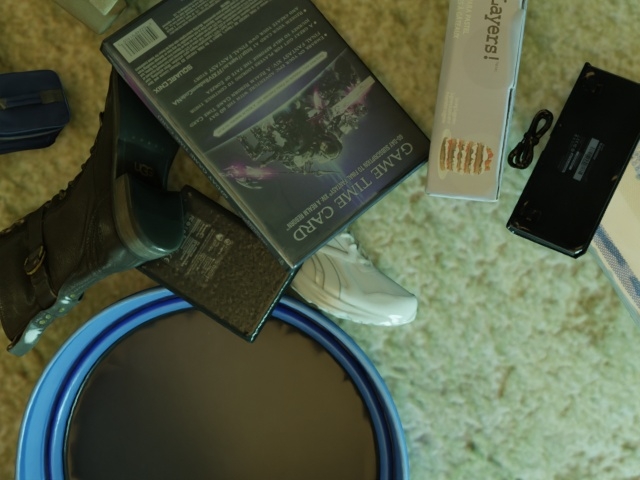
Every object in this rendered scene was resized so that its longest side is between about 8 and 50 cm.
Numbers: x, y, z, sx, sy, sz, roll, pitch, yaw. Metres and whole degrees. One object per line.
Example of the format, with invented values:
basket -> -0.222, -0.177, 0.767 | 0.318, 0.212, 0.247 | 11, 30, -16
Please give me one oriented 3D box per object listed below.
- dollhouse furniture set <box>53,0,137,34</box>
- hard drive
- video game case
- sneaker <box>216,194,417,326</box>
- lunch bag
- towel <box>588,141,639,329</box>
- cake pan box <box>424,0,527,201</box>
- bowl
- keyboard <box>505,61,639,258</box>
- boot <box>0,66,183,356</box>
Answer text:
dollhouse furniture set -> -0.176, -0.314, 1.220 | 0.135, 0.262, 0.259 | 43, 135, -9
hard drive -> -0.095, 0.022, 1.272 | 0.135, 0.022, 0.094 | 32, 91, 11
video game case -> -0.046, -0.132, 1.276 | 0.196, 0.026, 0.274 | -39, 88, -23
sneaker -> 0.000, 0.000, 1.307 | 0.232, 0.090, 0.115 | 28, 94, 2
lunch bag -> -0.297, -0.127, 1.311 | 0.098, 0.065, 0.067 | -13, 76, -32
towel -> 0.385, -0.048, 1.288 | 0.285, 0.034, 0.209 | -34, 89, 6
cake pan box -> 0.145, -0.170, 1.195 | 0.070, 0.246, 0.267 | 8, 97, 5
bowl -> -0.105, 0.230, 1.345 | 0.391, 0.077, 0.391 | 1, 95, 6
keyboard -> 0.237, -0.080, 1.282 | 0.108, 0.023, 0.180 | 24, 82, 19
boot -> -0.239, -0.041, 1.312 | 0.229, 0.091, 0.263 | -28, 50, 32
